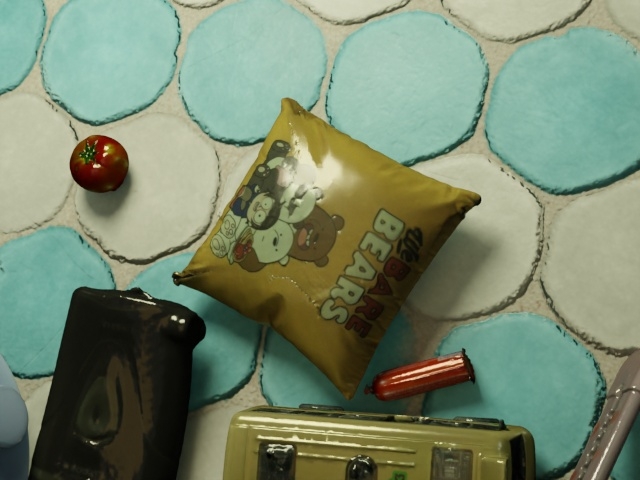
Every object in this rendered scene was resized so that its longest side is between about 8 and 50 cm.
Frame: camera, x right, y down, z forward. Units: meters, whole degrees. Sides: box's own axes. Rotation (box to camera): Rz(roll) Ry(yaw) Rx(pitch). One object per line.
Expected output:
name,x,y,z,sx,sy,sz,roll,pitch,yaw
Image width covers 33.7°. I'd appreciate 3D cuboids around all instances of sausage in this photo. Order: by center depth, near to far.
sausage,0.125,0.180,1.365,0.145,0.048,0.050,-17,70,13

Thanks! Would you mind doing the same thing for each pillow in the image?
pillow,0.000,0.000,1.390,0.312,0.119,0.310,32,87,18

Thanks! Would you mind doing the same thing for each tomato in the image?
tomato,-0.316,-0.108,1.519,0.087,0.075,0.087,-10,65,21

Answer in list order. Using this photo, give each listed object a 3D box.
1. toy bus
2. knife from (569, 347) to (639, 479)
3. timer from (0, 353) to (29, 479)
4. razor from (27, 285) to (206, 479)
toy bus,0.073,0.293,1.280,0.365,0.202,0.177,1,81,14
knife,0.304,0.276,1.222,0.038,0.132,0.398,36,67,-2
timer,-0.545,0.286,1.448,0.395,0.173,0.395,-4,83,32
razor,-0.277,0.235,1.425,0.204,0.113,0.349,12,87,18
